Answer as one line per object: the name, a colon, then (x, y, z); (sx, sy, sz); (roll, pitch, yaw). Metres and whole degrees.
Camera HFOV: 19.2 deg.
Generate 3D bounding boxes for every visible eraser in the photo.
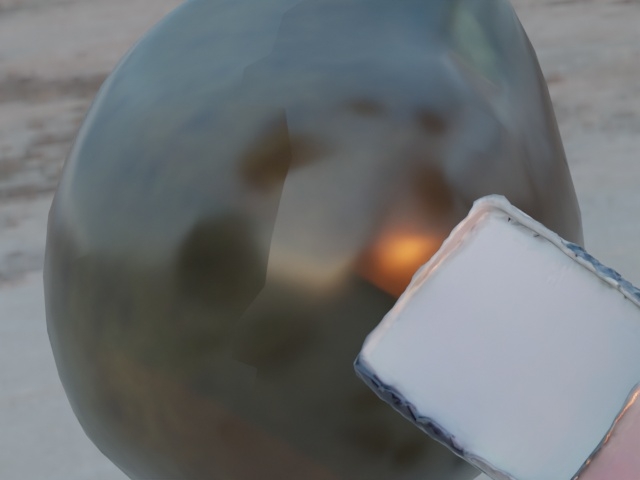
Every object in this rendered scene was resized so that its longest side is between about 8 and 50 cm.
eraser: (0.151, 0.101, 0.736); (0.287, 0.086, 0.130); (37, -1, -38)

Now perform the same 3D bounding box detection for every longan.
longan: (0.000, 0.000, 1.210); (0.336, 0.405, 0.404); (27, 3, -16)
